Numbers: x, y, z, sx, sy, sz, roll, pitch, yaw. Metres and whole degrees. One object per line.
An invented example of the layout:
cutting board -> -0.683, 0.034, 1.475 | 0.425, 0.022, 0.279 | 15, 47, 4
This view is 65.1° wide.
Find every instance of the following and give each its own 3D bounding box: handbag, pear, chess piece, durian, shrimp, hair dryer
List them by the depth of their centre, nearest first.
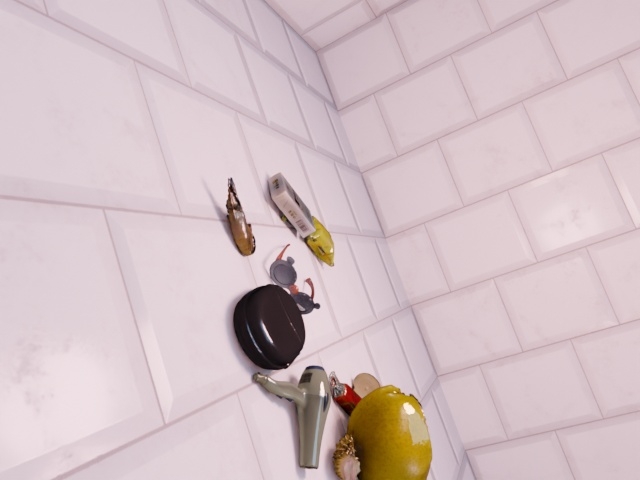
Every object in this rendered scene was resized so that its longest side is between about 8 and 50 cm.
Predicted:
hair dryer -> -0.069, 0.524, 1.477 | 0.298, 0.119, 0.295 | 10, 62, -49
handbag -> -0.142, 0.258, 1.514 | 0.253, 0.093, 0.308 | 61, 20, -1
shrimp -> -0.269, -0.075, 1.620 | 0.117, 0.066, 0.261 | -87, 166, -79
durian -> 0.079, 0.738, 1.628 | 0.140, 0.079, 0.224 | -140, -136, -71
pear -> 0.198, 0.698, 1.703 | 0.192, 0.340, 0.385 | 0, 95, -31
chess piece -> 0.247, 0.672, 2.075 | 0.124, 0.139, 0.307 | -61, 138, -24

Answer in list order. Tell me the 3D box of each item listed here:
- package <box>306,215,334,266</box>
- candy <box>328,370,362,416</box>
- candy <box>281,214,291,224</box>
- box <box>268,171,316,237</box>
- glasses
package -> 0.000, 0.000, 2.189 | 0.226, 0.090, 0.168 | 57, 19, -35
candy -> 0.106, 0.593, 1.868 | 0.292, 0.059, 0.086 | 54, 25, -31
candy -> -0.137, -0.079, 2.031 | 0.025, 0.023, 0.083 | 68, 8, 27
box -> -0.116, -0.144, 2.039 | 0.243, 0.067, 0.155 | 52, 11, -36
glasses -> -0.075, 0.117, 1.831 | 0.234, 0.118, 0.268 | 59, 21, -18
